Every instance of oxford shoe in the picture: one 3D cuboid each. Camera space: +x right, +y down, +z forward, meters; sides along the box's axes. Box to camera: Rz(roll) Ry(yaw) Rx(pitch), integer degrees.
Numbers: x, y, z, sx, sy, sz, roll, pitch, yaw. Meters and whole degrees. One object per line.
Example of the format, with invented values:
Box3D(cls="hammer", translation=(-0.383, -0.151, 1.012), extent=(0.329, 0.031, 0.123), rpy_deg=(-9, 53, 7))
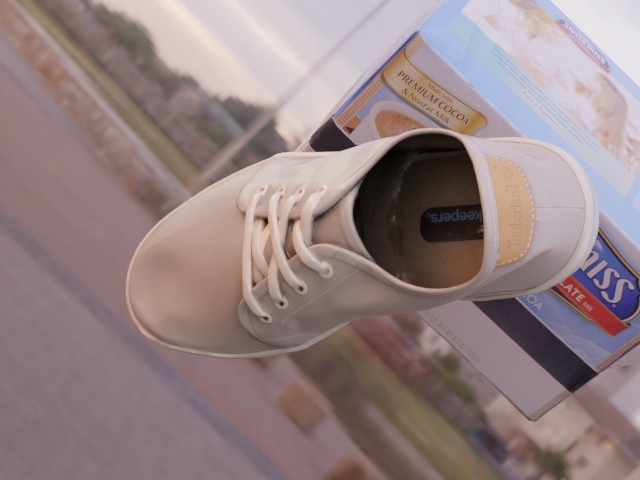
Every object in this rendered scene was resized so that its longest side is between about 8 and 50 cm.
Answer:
Box3D(cls="oxford shoe", translation=(0.000, 0.000, 1.322), extent=(0.130, 0.449, 0.169), rpy_deg=(3, 80, -52))

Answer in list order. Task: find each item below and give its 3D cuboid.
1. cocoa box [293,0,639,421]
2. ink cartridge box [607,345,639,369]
Box3D(cls="cocoa box", translation=(0.183, -0.055, 1.566), extent=(0.347, 0.228, 0.231), rpy_deg=(44, 38, -3))
Box3D(cls="ink cartridge box", translation=(0.350, 0.006, 1.969), extent=(0.353, 0.119, 0.207), rpy_deg=(53, 39, -26))
